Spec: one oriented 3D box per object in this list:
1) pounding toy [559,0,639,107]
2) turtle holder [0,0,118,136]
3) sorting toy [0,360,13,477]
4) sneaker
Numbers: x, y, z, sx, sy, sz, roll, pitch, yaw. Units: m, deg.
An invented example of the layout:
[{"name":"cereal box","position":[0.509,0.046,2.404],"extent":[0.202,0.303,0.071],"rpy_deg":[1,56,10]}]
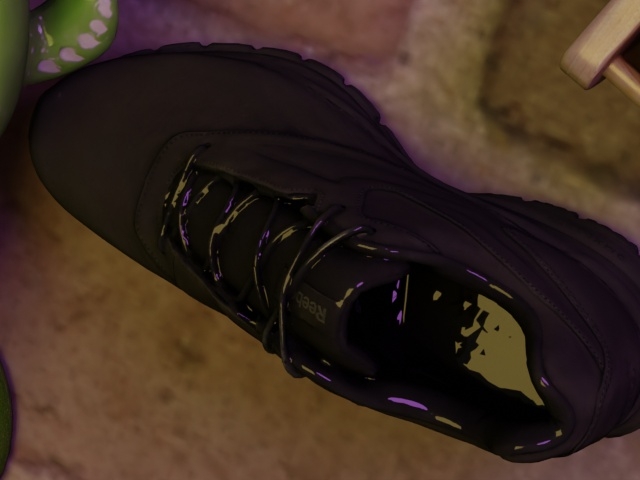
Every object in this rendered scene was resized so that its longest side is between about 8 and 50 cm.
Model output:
[{"name":"pounding toy","position":[0.221,-0.113,0.644],"extent":[0.155,0.154,0.269],"rpy_deg":[43,112,10]},{"name":"turtle holder","position":[-0.241,-0.098,0.758],"extent":[0.243,0.227,0.320],"rpy_deg":[40,138,28]},{"name":"sorting toy","position":[-0.208,0.108,0.868],"extent":[0.127,0.126,0.365],"rpy_deg":[-34,86,23]},{"name":"sneaker","position":[0.000,0.000,0.765],"extent":[0.286,0.130,0.109],"rpy_deg":[22,108,18]}]
